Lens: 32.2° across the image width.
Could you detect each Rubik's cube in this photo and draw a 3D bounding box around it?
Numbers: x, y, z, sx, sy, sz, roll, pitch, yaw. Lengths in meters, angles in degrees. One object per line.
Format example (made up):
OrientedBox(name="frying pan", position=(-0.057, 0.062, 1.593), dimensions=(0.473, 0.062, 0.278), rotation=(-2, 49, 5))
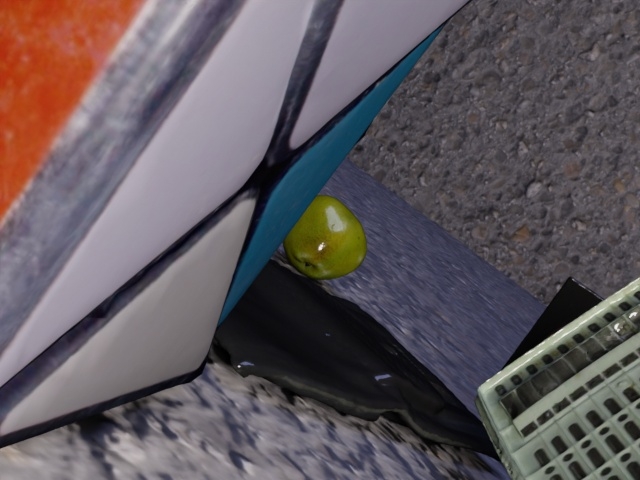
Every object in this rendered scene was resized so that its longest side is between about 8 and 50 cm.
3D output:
OrientedBox(name="Rubik's cube", position=(-0.128, -0.117, 0.510), dimensions=(0.307, 0.305, 0.310), rotation=(36, 8, 11))

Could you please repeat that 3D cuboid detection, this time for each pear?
OrientedBox(name="pear", position=(0.000, 0.000, 1.157), dimensions=(0.092, 0.092, 0.097), rotation=(36, 24, 12))

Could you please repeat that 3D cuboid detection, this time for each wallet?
OrientedBox(name="wallet", position=(-0.004, 0.072, 0.863), dimensions=(0.323, 0.041, 0.247), rotation=(24, 11, -43))

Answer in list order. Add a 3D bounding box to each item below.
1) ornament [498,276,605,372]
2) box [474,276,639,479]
OrientedBox(name="ornament", position=(0.286, 0.166, 1.157), dimensions=(0.166, 0.153, 0.196), rotation=(34, 17, 3))
OrientedBox(name="box", position=(0.232, 0.149, 0.713), dimensions=(0.166, 0.221, 0.290), rotation=(55, 5, -12))
